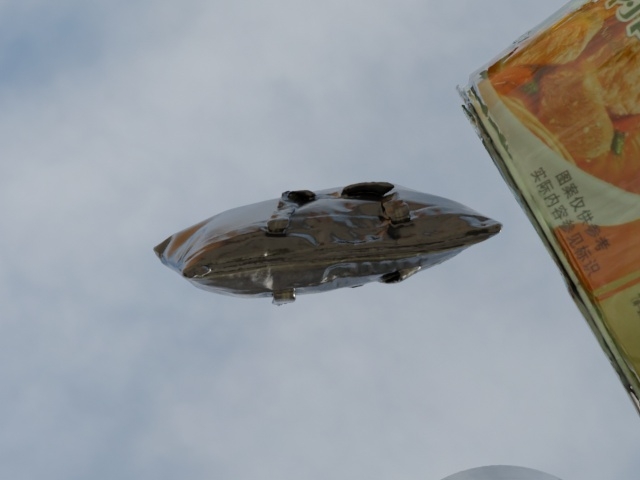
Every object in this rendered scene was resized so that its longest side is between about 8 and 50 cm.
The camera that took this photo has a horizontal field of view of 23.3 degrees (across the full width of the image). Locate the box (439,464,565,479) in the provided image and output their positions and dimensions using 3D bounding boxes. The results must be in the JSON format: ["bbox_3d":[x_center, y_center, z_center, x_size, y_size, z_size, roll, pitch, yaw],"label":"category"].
[{"bbox_3d":[0.150,0.292,1.199,0.226,0.149,0.226,0,-93,-2],"label":"box"}]

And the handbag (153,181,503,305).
[{"bbox_3d":[0.000,0.000,1.240,0.254,0.211,0.089,-8,-84,-10],"label":"handbag"}]

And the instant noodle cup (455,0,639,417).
[{"bbox_3d":[0.212,-0.027,0.747,0.214,0.296,0.296,-30,-121,7],"label":"instant noodle cup"}]
